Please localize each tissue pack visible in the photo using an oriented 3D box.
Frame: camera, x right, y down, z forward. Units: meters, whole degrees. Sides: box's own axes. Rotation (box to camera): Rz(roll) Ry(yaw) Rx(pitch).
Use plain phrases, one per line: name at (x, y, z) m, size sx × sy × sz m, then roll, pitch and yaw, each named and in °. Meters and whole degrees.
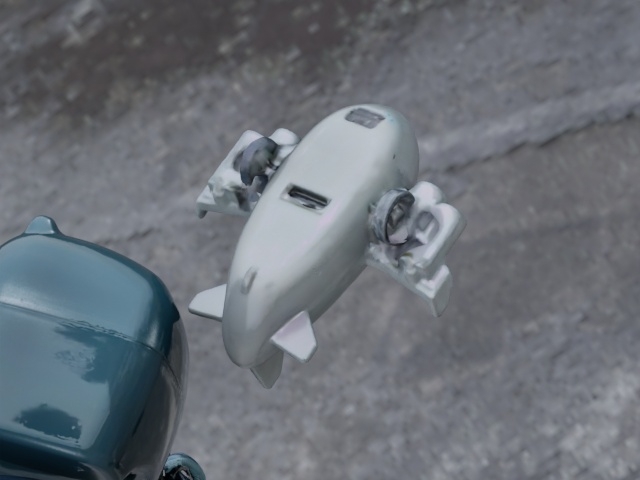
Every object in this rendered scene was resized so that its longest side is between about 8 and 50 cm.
tissue pack at (-0.213, 0.116, 1.518) m, size 0.198 × 0.287 × 0.206 m, roll 15°, pitch 68°, yaw 5°

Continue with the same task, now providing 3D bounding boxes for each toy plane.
toy plane at (-0.001, -0.003, 1.532) m, size 0.267 × 0.122 × 0.267 m, roll -9°, pitch 58°, yaw 16°

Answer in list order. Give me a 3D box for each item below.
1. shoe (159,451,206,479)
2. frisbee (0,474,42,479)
shoe at (-0.173, 0.280, 1.964) m, size 0.106 × 0.091 × 0.207 m, roll -38°, pitch 30°, yaw 10°
frisbee at (-0.320, 0.225, 1.337) m, size 0.289 × 0.049 × 0.289 m, roll -9°, pitch 13°, yaw 2°
